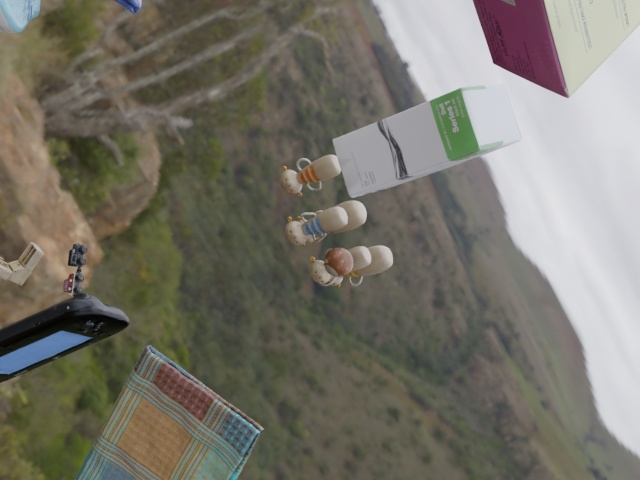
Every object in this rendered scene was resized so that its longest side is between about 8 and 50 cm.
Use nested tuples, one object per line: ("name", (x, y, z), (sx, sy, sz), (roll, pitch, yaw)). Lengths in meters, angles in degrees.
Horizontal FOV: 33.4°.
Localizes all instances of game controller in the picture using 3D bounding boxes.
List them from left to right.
("game controller", (-0.479, 0.175, 1.773), (0.166, 0.319, 0.067), (42, 28, -60))

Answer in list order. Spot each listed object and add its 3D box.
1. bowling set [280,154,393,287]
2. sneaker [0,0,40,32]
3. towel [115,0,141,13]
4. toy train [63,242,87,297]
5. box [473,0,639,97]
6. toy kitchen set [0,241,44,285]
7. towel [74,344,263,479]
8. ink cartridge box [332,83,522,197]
("bowling set", (0.000, 0.000, 2.002), (0.287, 0.154, 0.200), (61, 28, -18))
("sneaker", (-0.430, -0.301, 1.196), (0.319, 0.208, 0.127), (-138, -129, -78))
("towel", (-0.206, -0.354, 0.894), (0.209, 0.034, 0.285), (22, 60, -81))
("toy train", (-0.462, 0.084, 1.992), (0.027, 0.036, 0.158), (177, -81, -84))
("box", (0.276, -0.319, 1.125), (0.117, 0.243, 0.213), (36, -14, 40))
("toy kitchen set", (-0.557, 0.023, 1.904), (0.083, 0.075, 0.068), (33, 4, -43))
("towel", (-0.288, 0.408, 1.912), (0.271, 0.370, 0.040), (33, 20, 13))
("ink cartridge box", (0.151, -0.143, 1.521), (0.160, 0.219, 0.093), (-17, 89, -58))
